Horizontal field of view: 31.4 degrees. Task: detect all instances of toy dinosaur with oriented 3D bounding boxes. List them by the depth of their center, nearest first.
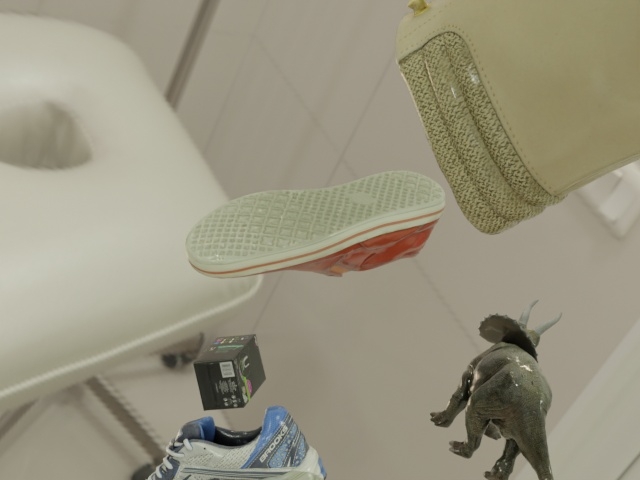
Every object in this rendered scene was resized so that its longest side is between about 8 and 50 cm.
[{"bbox_3d":[0.215,0.185,1.339,0.121,0.160,0.313,21,20,-4],"label":"toy dinosaur"}]

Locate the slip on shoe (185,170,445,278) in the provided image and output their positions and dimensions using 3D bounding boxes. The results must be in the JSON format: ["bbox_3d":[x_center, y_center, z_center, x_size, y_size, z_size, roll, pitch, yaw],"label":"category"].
[{"bbox_3d":[0.000,0.000,1.297,0.331,0.101,0.123,-13,39,-33],"label":"slip on shoe"}]

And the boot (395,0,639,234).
[{"bbox_3d":[0.119,-0.149,0.496,0.095,0.203,0.262,6,68,-42],"label":"boot"}]

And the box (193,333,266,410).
[{"bbox_3d":[-0.104,0.151,1.313,0.052,0.062,0.083,-7,14,17],"label":"box"}]

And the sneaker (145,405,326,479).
[{"bbox_3d":[-0.068,0.124,0.612,0.052,0.135,0.058,-86,155,-80],"label":"sneaker"}]
